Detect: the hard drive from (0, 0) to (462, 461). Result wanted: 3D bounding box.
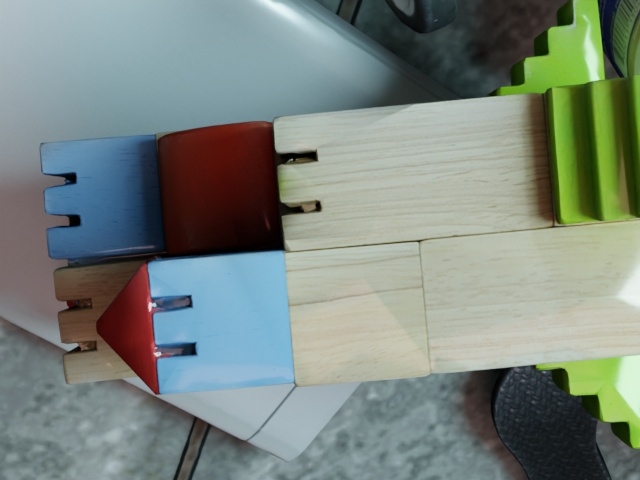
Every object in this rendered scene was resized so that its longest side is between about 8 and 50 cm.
[{"bbox_3d":[-0.089,-0.044,0.880,0.353,0.047,0.233,31,108,-25],"label":"hard drive"}]

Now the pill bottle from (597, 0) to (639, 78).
[{"bbox_3d":[0.181,-0.127,0.806,0.112,0.186,0.112,-4,124,-6],"label":"pill bottle"}]

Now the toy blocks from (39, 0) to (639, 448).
[{"bbox_3d":[0.000,0.000,0.724,0.261,0.381,0.190,-5,91,0],"label":"toy blocks"}]

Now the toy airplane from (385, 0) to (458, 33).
[{"bbox_3d":[0.034,-0.296,0.636,0.386,0.272,0.384,1,139,-51],"label":"toy airplane"}]

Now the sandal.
[{"bbox_3d":[0.142,0.114,1.030,0.067,0.040,0.179,-17,136,3],"label":"sandal"}]
